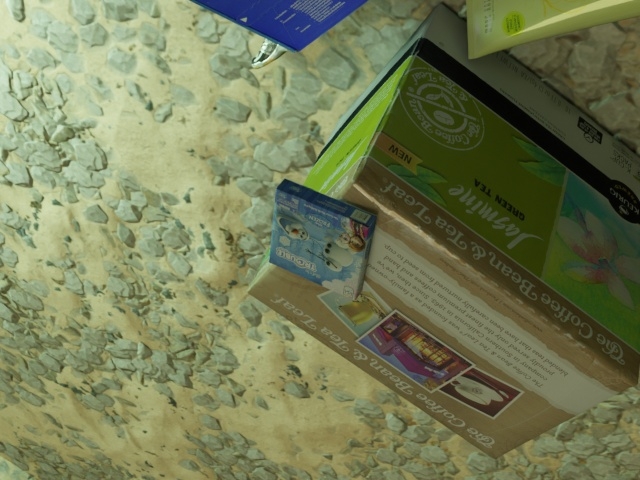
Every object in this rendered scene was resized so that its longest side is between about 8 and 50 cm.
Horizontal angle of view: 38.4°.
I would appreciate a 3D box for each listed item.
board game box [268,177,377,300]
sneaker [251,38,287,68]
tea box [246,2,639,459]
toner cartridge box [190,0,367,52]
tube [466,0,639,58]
[{"bbox_3d":[0.000,0.000,0.810,0.090,0.020,0.090,23,135,16],"label":"board game box"},{"bbox_3d":[-0.055,-0.233,1.079,0.083,0.032,0.037,-28,102,37],"label":"sneaker"},{"bbox_3d":[0.155,-0.011,0.976,0.329,0.324,0.220,34,137,-10],"label":"tea box"},{"bbox_3d":[0.026,-0.317,0.868,0.165,0.075,0.347,20,147,-38],"label":"toner cartridge box"},{"bbox_3d":[0.254,-0.238,0.888,0.240,0.070,0.062,-4,131,29],"label":"tube"}]
